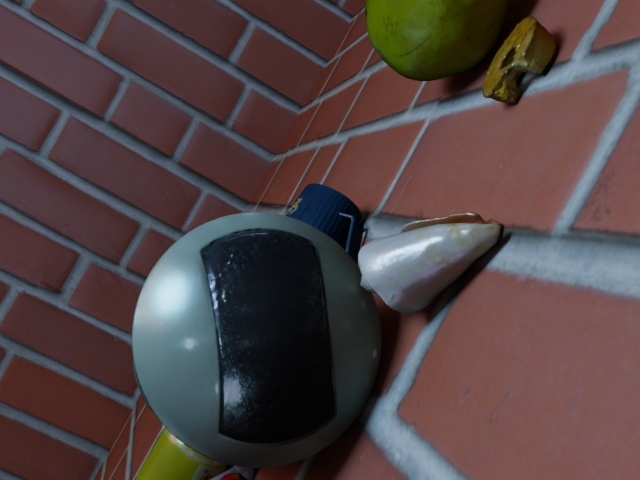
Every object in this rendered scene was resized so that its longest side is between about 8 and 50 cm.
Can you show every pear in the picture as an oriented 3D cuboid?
[{"bbox_3d":[0.168,-0.340,1.096,0.212,0.212,0.269,-63,3,-12],"label":"pear"}]

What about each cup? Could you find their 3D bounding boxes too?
[{"bbox_3d":[0.000,0.000,1.224,0.176,0.131,0.155,8,62,45],"label":"cup"}]

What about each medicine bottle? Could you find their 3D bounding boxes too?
[{"bbox_3d":[-0.198,0.330,1.223,0.212,0.122,0.122,-59,12,5],"label":"medicine bottle"}]

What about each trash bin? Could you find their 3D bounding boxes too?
[{"bbox_3d":[-0.106,0.136,0.967,0.280,0.280,0.432,-65,10,-19],"label":"trash bin"}]

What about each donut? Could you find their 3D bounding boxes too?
[{"bbox_3d":[0.239,-0.215,0.905,0.108,0.043,0.097,-47,19,50],"label":"donut"}]

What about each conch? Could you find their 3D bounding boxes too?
[{"bbox_3d":[0.110,0.010,0.800,0.104,0.094,0.176,-8,-31,-50],"label":"conch"}]

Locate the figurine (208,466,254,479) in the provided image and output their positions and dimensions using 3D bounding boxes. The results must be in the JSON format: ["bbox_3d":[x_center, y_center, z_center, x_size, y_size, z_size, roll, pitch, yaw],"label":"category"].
[{"bbox_3d":[-0.205,0.403,1.000,0.287,0.186,0.176,-45,37,-4],"label":"figurine"}]
